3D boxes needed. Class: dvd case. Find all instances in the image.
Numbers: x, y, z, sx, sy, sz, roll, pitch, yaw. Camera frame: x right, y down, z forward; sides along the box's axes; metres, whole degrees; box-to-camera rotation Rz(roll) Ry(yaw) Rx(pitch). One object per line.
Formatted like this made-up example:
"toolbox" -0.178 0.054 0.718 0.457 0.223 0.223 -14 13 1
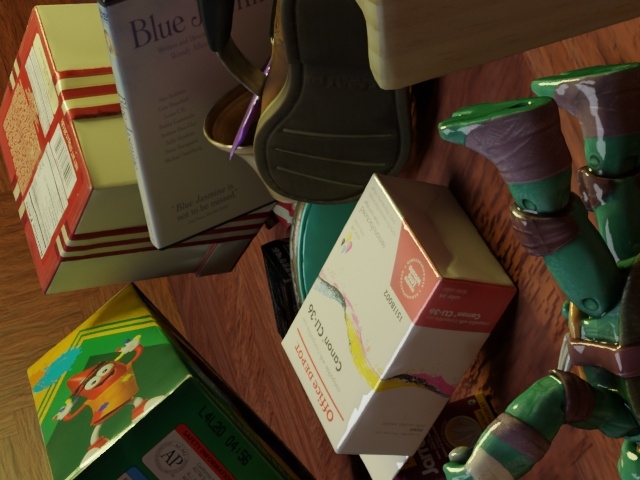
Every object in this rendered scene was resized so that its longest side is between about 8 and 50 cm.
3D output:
"dvd case" -0.084 -0.126 1.180 0.022 0.180 0.253 43 150 46

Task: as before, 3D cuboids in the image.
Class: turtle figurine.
"turtle figurine" 0.128 0.043 0.632 0.175 0.118 0.234 -32 -69 -60

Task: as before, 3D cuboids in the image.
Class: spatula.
"spatula" -0.058 -0.128 0.942 0.296 0.030 0.084 73 -142 -75

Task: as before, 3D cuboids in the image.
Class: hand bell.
"hand bell" 0.001 -0.020 1.184 0.242 0.126 0.126 68 173 -33

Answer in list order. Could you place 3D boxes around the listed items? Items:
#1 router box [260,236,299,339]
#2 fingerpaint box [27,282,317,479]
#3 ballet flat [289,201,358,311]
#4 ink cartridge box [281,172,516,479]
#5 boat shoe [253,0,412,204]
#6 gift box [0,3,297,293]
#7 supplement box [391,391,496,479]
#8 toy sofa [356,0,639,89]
"router box" -0.027 0.070 1.525 0.092 0.038 0.122 -125 22 -58
"fingerpaint box" -0.079 0.283 1.388 0.445 0.163 0.371 50 175 -18
"ballet flat" 0.036 0.074 1.136 0.096 0.095 0.280 -106 1 -80
"ink cartridge box" 0.041 0.068 0.946 0.198 0.067 0.115 -63 36 29
"boat shoe" 0.018 -0.130 0.939 0.307 0.111 0.104 107 169 -63
"gift box" -0.163 -0.102 1.421 0.276 0.258 0.255 -45 58 54
"supplement box" 0.090 0.153 1.003 0.043 0.083 0.055 92 157 -56
"toy sofa" 0.025 -0.249 0.596 0.177 0.150 0.362 85 164 -47
